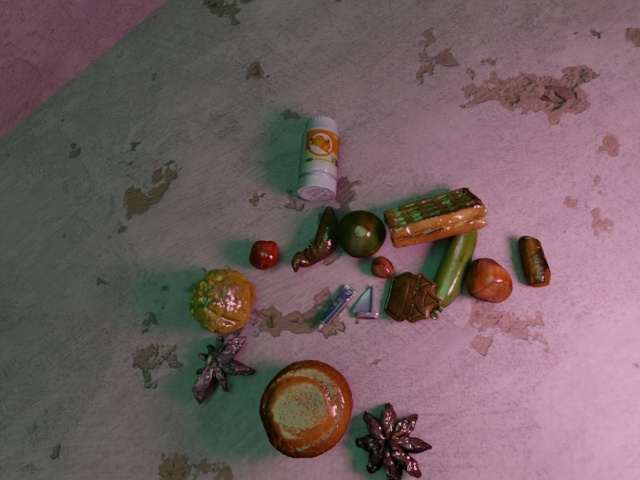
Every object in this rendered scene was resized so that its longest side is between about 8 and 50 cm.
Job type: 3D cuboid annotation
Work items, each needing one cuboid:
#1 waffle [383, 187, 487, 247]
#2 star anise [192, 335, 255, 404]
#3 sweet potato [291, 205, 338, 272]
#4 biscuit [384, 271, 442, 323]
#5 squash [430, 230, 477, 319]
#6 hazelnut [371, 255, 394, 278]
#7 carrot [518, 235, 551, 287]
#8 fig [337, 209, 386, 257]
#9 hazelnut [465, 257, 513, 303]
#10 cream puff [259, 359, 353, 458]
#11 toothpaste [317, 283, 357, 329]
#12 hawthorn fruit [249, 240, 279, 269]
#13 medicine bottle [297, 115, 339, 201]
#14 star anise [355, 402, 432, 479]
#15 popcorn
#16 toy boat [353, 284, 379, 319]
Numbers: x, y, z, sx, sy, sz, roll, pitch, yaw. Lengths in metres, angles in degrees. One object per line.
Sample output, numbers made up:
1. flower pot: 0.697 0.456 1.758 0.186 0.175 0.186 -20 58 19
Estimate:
1. waffle: 0.393 -0.080 1.451 0.328 0.224 0.098 -16 110 8
2. star anise: -0.364 0.451 1.505 0.257 0.110 0.198 -28 67 10
3. sweet potato: 0.002 0.003 1.583 0.124 0.098 0.310 23 74 27
4. biscuit: 0.317 0.195 1.413 0.215 0.034 0.182 1 69 47
5. squash: 0.461 0.098 1.433 0.101 0.101 0.378 22 75 20
6. hazelnut: 0.226 0.098 1.507 0.086 0.086 0.086 -4 70 12
7. carrot: 0.721 0.071 1.390 0.082 0.082 0.173 -5 70 12
8. fig: 0.148 -0.026 1.508 0.181 0.191 0.181 0 86 2
9. hazelnut: 0.558 0.132 1.379 0.150 0.150 0.150 -4 70 12
10. cream puff: -0.040 0.540 1.342 0.303 0.212 0.303 -2 67 4
11. toothpaste: 0.055 0.248 1.514 0.057 0.035 0.197 39 80 17
12. hawthorn fruit: -0.216 0.054 1.605 0.128 0.128 0.128 -4 70 12
13. medicine bottle: -0.005 -0.330 1.666 0.158 0.158 0.318 -1 71 13
14. star anise: 0.226 0.639 1.299 0.236 0.109 0.223 15 71 20
15. popcorn: -0.370 0.225 1.541 0.225 0.249 0.249 -17 64 39
16. toy boat: 0.168 0.225 1.502 0.096 0.034 0.122 -1 62 13
